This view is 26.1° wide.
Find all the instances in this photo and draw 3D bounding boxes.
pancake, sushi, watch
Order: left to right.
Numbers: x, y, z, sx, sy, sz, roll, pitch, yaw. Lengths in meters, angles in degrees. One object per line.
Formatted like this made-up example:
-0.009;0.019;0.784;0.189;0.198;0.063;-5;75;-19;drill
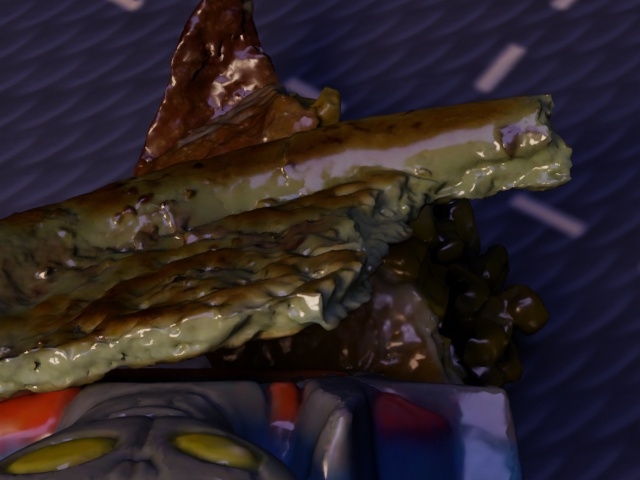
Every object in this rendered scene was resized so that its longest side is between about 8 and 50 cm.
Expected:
-0.052;0.001;0.556;0.377;0.054;0.197;-22;21;-32;pancake
-0.042;0.186;0.513;0.241;0.305;0.274;0;92;4;watch
0.002;0.003;0.749;0.179;0.167;0.296;-32;46;-2;sushi
